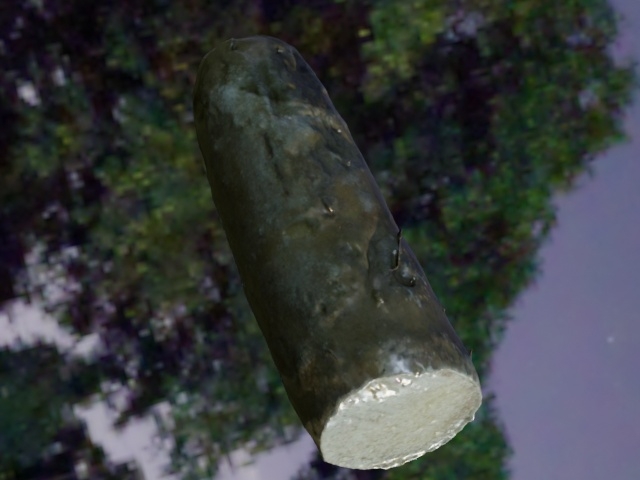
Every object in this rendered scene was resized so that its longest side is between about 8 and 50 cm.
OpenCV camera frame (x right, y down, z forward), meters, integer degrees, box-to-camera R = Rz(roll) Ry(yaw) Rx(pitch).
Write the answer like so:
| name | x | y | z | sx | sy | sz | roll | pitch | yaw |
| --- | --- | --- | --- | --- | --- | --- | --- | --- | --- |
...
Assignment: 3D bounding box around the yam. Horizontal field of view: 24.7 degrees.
| name | x | y | z | sx | sy | sz | roll | pitch | yaw |
| --- | --- | --- | --- | --- | --- | --- | --- | --- | --- |
| yam | 0.000 | 0.000 | 1.047 | 0.330 | 0.133 | 0.133 | 67 | -21 | 14 |
